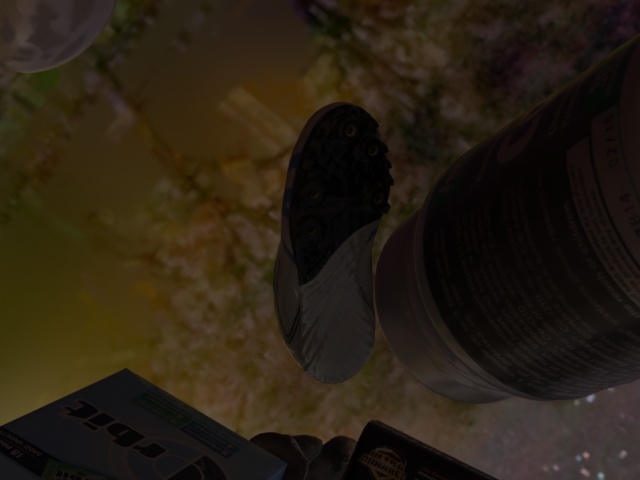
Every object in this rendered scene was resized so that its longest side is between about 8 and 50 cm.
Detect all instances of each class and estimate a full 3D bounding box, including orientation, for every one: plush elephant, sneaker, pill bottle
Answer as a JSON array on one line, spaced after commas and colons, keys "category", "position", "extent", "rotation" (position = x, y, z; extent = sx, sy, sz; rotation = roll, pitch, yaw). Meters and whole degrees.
[{"category": "plush elephant", "position": [-0.035, 0.408, 1.706], "extent": [0.255, 0.330, 0.272], "rotation": [-10, -107, 63]}, {"category": "sneaker", "position": [0.000, 0.000, 0.885], "extent": [0.085, 0.086, 0.237], "rotation": [-16, 131, -23]}, {"category": "pill bottle", "position": [0.192, -0.001, 0.848], "extent": [0.204, 0.204, 0.361], "rotation": [-57, -169, -30]}]

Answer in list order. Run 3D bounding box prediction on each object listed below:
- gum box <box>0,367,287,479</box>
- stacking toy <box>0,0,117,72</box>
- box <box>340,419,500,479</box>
[{"category": "gum box", "position": [-0.133, 0.165, 0.868], "extent": [0.184, 0.157, 0.041], "rotation": [-21, 136, -64]}, {"category": "stacking toy", "position": [-0.144, -0.334, 0.816], "extent": [0.350, 0.350, 0.480], "rotation": [-77, -167, -71]}, {"category": "box", "position": [0.129, 0.408, 1.457], "extent": [0.293, 0.295, 0.073], "rotation": [-65, 170, -3]}]
